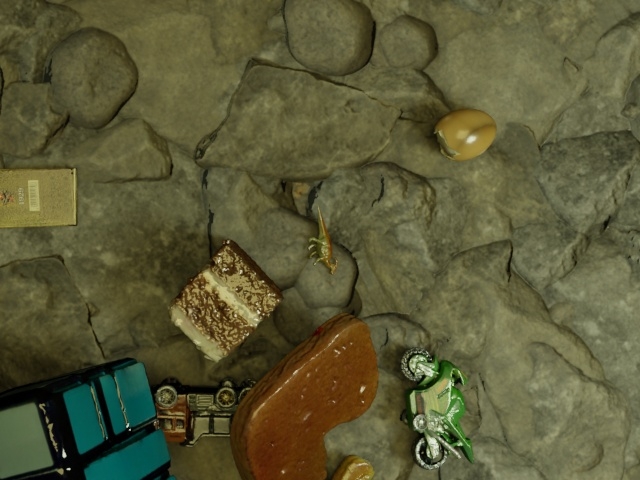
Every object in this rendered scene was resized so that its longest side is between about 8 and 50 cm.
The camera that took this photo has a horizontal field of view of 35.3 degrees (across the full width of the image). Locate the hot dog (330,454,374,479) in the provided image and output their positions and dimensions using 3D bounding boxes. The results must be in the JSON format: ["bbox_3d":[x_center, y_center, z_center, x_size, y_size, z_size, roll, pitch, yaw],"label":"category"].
[{"bbox_3d":[0.009,0.424,1.540,0.066,0.047,0.215,34,87,-18],"label":"hot dog"}]

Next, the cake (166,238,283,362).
[{"bbox_3d":[-0.145,0.090,1.503,0.147,0.135,0.134,-42,91,1],"label":"cake"}]

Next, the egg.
[{"bbox_3d":[0.226,-0.166,1.554,0.096,0.080,0.080,-25,90,-1],"label":"egg"}]

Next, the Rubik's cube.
[{"bbox_3d":[-0.383,0.337,1.371,0.294,0.288,0.283,-19,87,14],"label":"Rubik's cube"}]

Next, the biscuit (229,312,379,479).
[{"bbox_3d":[-0.014,0.262,1.497,0.277,0.052,0.262,-43,136,-21],"label":"biscuit"}]

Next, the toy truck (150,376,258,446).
[{"bbox_3d":[-0.164,0.258,1.518,0.192,0.083,0.092,2,93,-4],"label":"toy truck"}]

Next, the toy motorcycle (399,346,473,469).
[{"bbox_3d":[0.180,0.255,1.548,0.106,0.074,0.190,-7,88,-12],"label":"toy motorcycle"}]

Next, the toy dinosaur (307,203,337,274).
[{"bbox_3d":[-0.003,0.002,1.562,0.041,0.026,0.113,-19,98,-10],"label":"toy dinosaur"}]

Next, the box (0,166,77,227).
[{"bbox_3d":[-0.441,-0.065,1.545,0.133,0.023,0.090,-2,87,-3],"label":"box"}]
